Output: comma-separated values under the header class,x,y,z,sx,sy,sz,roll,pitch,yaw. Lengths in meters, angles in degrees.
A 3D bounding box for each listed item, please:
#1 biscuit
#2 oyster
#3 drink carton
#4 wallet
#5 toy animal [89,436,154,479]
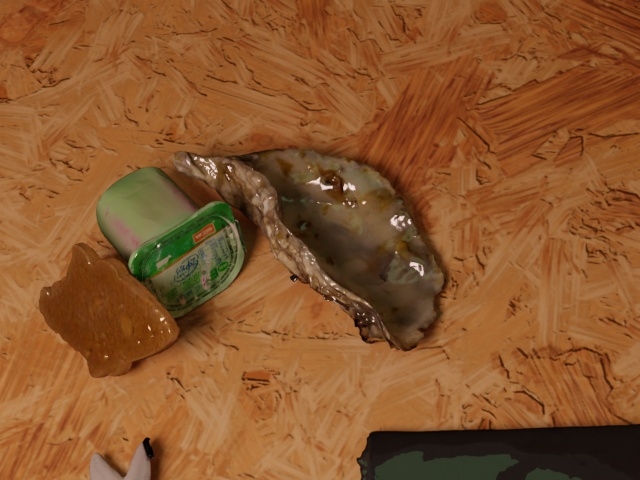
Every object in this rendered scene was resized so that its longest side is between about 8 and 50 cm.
class,x,y,z,sx,sy,sz,roll,pitch,yaw
biscuit,-0.250,0.088,1.516,0.250,0.162,0.035,11,20,43
oyster,0.009,-0.016,1.599,0.204,0.111,0.396,-25,58,-40
drink carton,-0.194,-0.006,1.586,0.146,0.144,0.142,-34,50,-18
wallet,0.228,0.292,1.394,0.378,0.051,0.197,-2,58,5
toy animal,-0.192,0.297,1.397,0.131,0.181,0.127,-11,97,1
